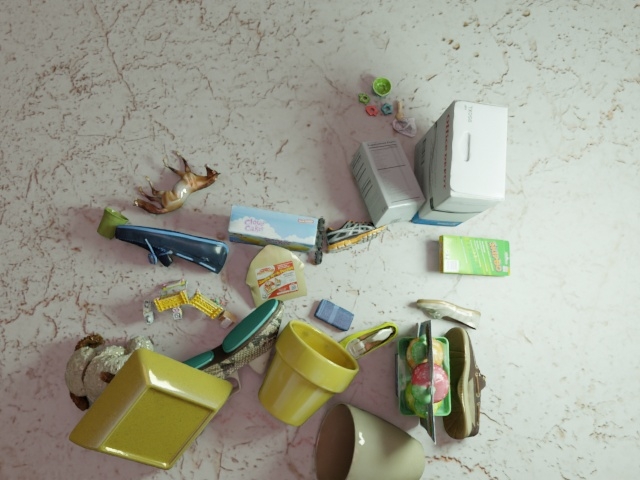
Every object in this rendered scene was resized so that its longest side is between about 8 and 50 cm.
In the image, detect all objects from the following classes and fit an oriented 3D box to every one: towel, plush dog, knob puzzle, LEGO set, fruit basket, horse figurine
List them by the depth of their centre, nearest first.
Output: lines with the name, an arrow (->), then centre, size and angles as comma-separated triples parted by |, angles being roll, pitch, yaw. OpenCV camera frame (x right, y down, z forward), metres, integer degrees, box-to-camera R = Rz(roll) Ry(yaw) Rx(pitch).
plush dog -> -0.641, 0.393, 1.655 | 0.226, 0.211, 0.262 | 4, 77, 21
fruit basket -> 0.296, 0.398, 1.667 | 0.166, 0.353, 0.326 | -1, 81, 10
LEGO set -> -0.399, 0.187, 1.765 | 0.287, 0.107, 0.132 | 4, 115, -11
knob puzzle -> -0.144, 0.101, 1.803 | 0.213, 0.030, 0.213 | -3, 104, -12
horse figurine -> -0.466, -0.170, 1.816 | 0.174, 0.066, 0.263 | 41, 76, 7
towel -> 0.045, 0.239, 1.825 | 0.120, 0.029, 0.067 | 27, 79, -1

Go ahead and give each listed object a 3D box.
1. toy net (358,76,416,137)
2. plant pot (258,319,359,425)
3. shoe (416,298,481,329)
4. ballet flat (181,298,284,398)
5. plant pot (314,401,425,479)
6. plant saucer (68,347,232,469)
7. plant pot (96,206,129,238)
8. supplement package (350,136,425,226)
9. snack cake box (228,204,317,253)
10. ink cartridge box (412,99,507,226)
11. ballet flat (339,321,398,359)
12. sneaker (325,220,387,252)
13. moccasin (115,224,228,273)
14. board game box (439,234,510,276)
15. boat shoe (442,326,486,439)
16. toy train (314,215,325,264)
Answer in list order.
toy net -> 0.239, -0.442, 1.954 | 0.122, 0.045, 0.232 | -38, 87, -11
plant pot -> -0.052, 0.403, 1.687 | 0.254, 0.254, 0.239 | 33, 95, 0
shoe -> 0.414, 0.236, 1.845 | 0.219, 0.076, 0.058 | 15, 74, -6
ballet flat -> -0.277, 0.372, 1.719 | 0.483, 0.164, 0.182 | -35, 108, -5
plant pot -> 0.161, 0.629, 1.683 | 0.274, 0.256, 0.256 | 17, 79, -20
plant saucer -> -0.449, 0.491, 1.567 | 0.333, 0.081, 0.332 | 34, 97, -36
plant pot -> -0.652, -0.049, 1.772 | 0.083, 0.083, 0.079 | 31, 90, -1
supplement package -> 0.211, -0.188, 1.827 | 0.139, 0.134, 0.243 | -11, 68, -20
snack cake box -> -0.150, -0.032, 1.785 | 0.265, 0.152, 0.089 | 9, 79, -5
ink cartridge box -> 0.416, -0.219, 1.759 | 0.167, 0.395, 0.285 | 5, 80, -5
ballet flat -> 0.144, 0.320, 1.798 | 0.231, 0.077, 0.077 | -24, 85, -10
sneaker -> 0.116, -0.030, 1.854 | 0.215, 0.084, 0.083 | -18, 74, -10
moccasin -> -0.459, 0.030, 1.746 | 0.342, 0.138, 0.116 | 12, 91, -6
board game box -> 0.512, 0.053, 1.885 | 0.260, 0.039, 0.124 | 4, 81, -17
boat shoe -> 0.457, 0.449, 1.809 | 0.123, 0.123, 0.341 | 11, 70, -35
toy train -> 0.000, 0.000, 1.856 | 0.027, 0.036, 0.158 | 4, 81, 7
